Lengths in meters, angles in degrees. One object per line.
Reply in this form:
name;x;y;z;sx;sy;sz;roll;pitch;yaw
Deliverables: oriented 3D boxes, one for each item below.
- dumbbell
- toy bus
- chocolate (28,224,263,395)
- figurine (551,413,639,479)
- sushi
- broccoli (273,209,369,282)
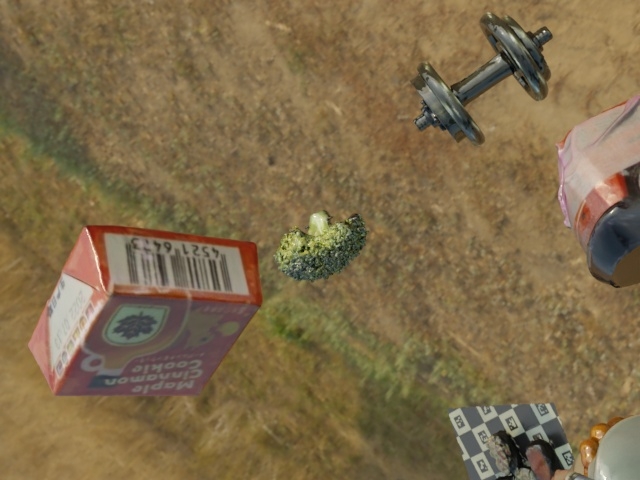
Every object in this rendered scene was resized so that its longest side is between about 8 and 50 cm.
dumbbell;0.295;-0.292;1.629;0.192;0.290;0.192;51;-168;-15
toy bus;0.360;-0.078;0.812;0.127;0.302;0.147;66;-179;-55
chocolate;-0.215;0.100;1.131;0.235;0.237;0.108;-53;46;34
figurine;0.392;0.411;1.254;0.205;0.224;0.382;47;137;24
sushi;0.308;0.370;1.480;0.279;0.043;0.193;-22;86;58
broccoli;0.000;0.000;1.002;0.095;0.092;0.097;3;149;-13
